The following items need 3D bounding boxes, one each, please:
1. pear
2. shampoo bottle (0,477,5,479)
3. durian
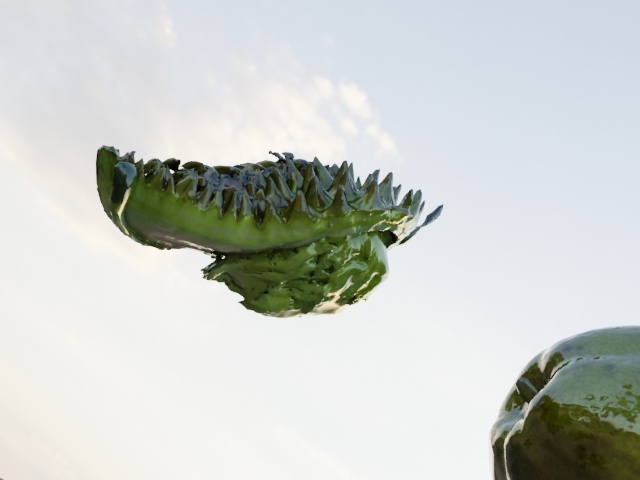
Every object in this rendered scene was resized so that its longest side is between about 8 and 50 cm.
[{"bbox_3d":[0.281,0.202,0.790,0.321,0.269,0.269,35,-24,-10],"label":"pear"},{"bbox_3d":[-0.191,0.195,0.446,0.065,0.204,0.065,28,21,-11],"label":"shampoo bottle"},{"bbox_3d":[-0.003,-0.007,0.702,0.106,0.132,0.375,40,18,32],"label":"durian"}]
